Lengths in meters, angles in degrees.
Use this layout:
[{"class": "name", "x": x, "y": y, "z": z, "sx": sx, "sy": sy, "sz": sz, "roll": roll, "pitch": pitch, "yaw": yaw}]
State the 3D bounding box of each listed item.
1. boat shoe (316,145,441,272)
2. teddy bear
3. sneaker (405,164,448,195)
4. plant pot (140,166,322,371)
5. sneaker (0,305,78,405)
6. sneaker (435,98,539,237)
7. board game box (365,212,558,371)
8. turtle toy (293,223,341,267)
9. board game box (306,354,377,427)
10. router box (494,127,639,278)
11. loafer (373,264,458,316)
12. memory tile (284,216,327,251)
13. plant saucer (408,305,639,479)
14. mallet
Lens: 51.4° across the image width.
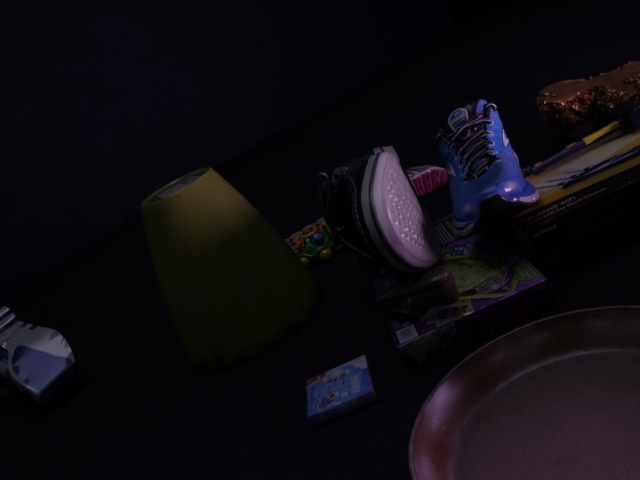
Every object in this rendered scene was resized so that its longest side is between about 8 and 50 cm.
[{"class": "boat shoe", "x": 0.082, "y": -0.046, "z": 1.060, "sx": 0.156, "sy": 0.186, "sz": 0.500, "roll": -26, "pitch": 11, "yaw": 9}, {"class": "teddy bear", "x": 0.585, "y": -0.262, "z": 1.237, "sx": 0.338, "sy": 0.113, "sz": 0.245, "roll": -19, "pitch": 25, "yaw": 1}, {"class": "sneaker", "x": 0.188, "y": -0.121, "z": 1.445, "sx": 0.171, "sy": 0.063, "sz": 0.075, "roll": -21, "pitch": 18, "yaw": 3}, {"class": "plant pot", "x": -0.183, "y": 0.029, "z": 1.177, "sx": 0.275, "sy": 0.293, "sz": 0.275, "roll": -25, "pitch": 18, "yaw": 8}, {"class": "sneaker", "x": -0.623, "y": 0.269, "z": 1.427, "sx": 0.316, "sy": 0.182, "sz": 0.127, "roll": 23, "pitch": 48, "yaw": 30}, {"class": "sneaker", "x": 0.224, "y": -0.117, "z": 0.982, "sx": 0.130, "sy": 0.147, "sz": 0.330, "roll": -28, "pitch": 18, "yaw": 17}, {"class": "board game box", "x": 0.186, "y": 0.053, "z": 0.993, "sx": 0.208, "sy": 0.056, "sz": 0.347, "roll": -29, "pitch": 18, "yaw": 7}, {"class": "turtle toy", "x": 0.000, "y": 0.000, "z": 1.367, "sx": 0.130, "sy": 0.066, "sz": 0.095, "roll": -21, "pitch": 19, "yaw": 18}, {"class": "board game box", "x": 0.025, "y": 0.195, "z": 0.867, "sx": 0.090, "sy": 0.020, "sz": 0.090, "roll": -24, "pitch": 18, "yaw": 6}, {"class": "router box", "x": 0.414, "y": -0.081, "z": 0.975, "sx": 0.309, "sy": 0.081, "sz": 0.243, "roll": -25, "pitch": 17, "yaw": 5}, {"class": "loafer", "x": 0.124, "y": 0.075, "z": 0.874, "sx": 0.056, "sy": 0.050, "sz": 0.148, "roll": -34, "pitch": 4, "yaw": -31}, {"class": "memory tile", "x": -0.031, "y": -0.010, "z": 1.529, "sx": 0.148, "sy": 0.012, "sz": 0.113, "roll": -30, "pitch": 18, "yaw": -8}, {"class": "plant saucer", "x": 0.231, "y": 0.167, "z": 0.603, "sx": 0.311, "sy": 0.050, "sz": 0.310, "roll": -24, "pitch": 18, "yaw": 8}, {"class": "mallet", "x": 0.403, "y": -0.154, "z": 1.014, "sx": 0.190, "sy": 0.039, "sz": 0.062, "roll": -28, "pitch": 16, "yaw": 11}]
